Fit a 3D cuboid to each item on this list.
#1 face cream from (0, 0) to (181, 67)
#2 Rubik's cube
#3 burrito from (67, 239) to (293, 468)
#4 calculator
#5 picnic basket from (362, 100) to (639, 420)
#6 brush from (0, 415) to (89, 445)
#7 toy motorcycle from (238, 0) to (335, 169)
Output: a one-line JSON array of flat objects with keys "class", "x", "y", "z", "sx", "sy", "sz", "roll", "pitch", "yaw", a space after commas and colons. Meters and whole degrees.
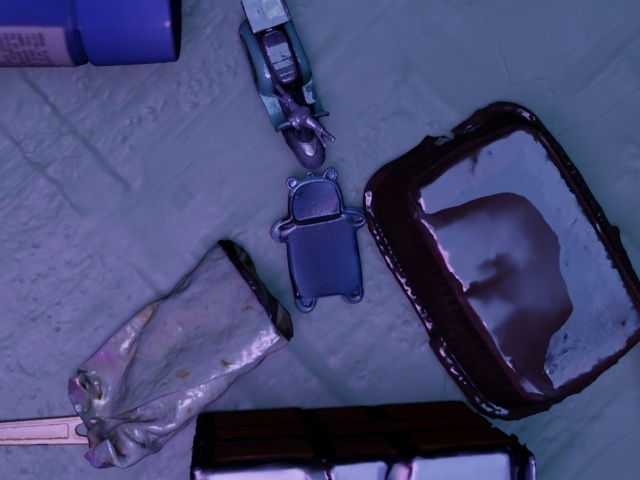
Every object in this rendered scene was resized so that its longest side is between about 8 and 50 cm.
[{"class": "face cream", "x": -0.239, "y": -0.274, "z": 1.163, "sx": 0.225, "sy": 0.249, "sz": 0.249, "roll": -4, "pitch": 91, "yaw": -3}, {"class": "Rubik's cube", "x": 0.031, "y": 0.301, "z": 1.179, "sx": 0.293, "sy": 0.283, "sz": 0.288, "roll": -4, "pitch": 90, "yaw": -2}, {"class": "burrito", "x": -0.134, "y": 0.116, "z": 1.254, "sx": 0.229, "sy": 0.144, "sz": 0.089, "roll": -41, "pitch": 137, "yaw": 4}, {"class": "calculator", "x": 0.000, "y": 0.000, "z": 1.288, "sx": 0.094, "sy": 0.019, "sz": 0.141, "roll": -10, "pitch": 108, "yaw": -4}, {"class": "picnic basket", "x": 0.192, "y": 0.022, "z": 1.262, "sx": 0.222, "sy": 0.129, "sz": 0.297, "roll": -32, "pitch": 94, "yaw": -5}, {"class": "brush", "x": -0.311, "y": 0.187, "z": 1.285, "sx": 0.205, "sy": 0.011, "sz": 0.083, "roll": -1, "pitch": 90, "yaw": -5}, {"class": "toy motorcycle", "x": -0.032, "y": -0.150, "z": 1.257, "sx": 0.058, "sy": 0.100, "sz": 0.173, "roll": -20, "pitch": 91, "yaw": -4}]
